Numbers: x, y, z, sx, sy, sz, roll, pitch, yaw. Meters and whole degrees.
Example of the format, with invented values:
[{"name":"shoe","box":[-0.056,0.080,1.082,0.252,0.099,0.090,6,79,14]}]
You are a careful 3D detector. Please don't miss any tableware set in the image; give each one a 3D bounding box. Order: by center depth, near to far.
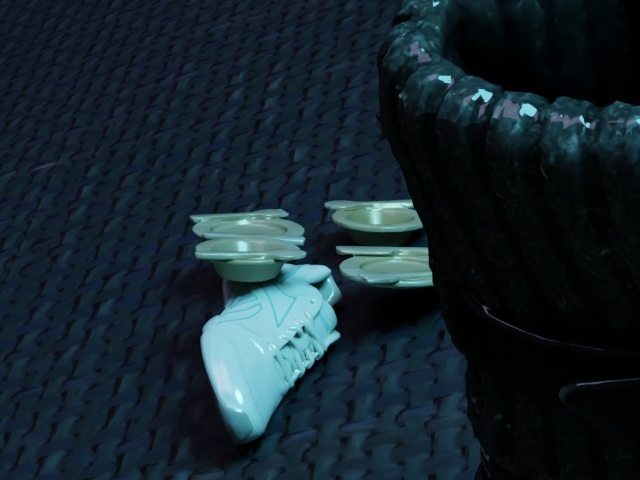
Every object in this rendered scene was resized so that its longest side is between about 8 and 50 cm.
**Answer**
[{"name":"tableware set","box":[0.000,0.000,1.065,0.141,0.020,0.169,0,14,-6]}]

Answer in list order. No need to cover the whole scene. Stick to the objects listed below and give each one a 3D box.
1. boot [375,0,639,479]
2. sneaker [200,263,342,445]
[{"name":"boot","box":[0.199,0.019,0.635,0.348,0.260,0.131,-5,38,4]},{"name":"sneaker","box":[-0.024,0.050,1.011,0.061,0.054,0.152,-11,27,12]}]
